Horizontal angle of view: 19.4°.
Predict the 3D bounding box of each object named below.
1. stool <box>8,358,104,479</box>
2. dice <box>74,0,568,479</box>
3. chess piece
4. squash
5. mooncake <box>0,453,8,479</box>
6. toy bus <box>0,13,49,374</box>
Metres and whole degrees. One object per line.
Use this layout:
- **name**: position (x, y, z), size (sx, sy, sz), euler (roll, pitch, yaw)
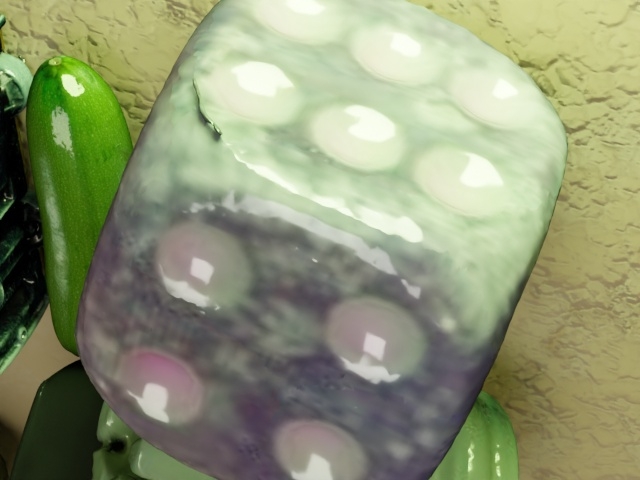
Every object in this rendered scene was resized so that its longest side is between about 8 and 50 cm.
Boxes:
- **stool**: position (-0.168, 0.212, 1.563), size (0.141, 0.232, 0.232), euler (8, 129, 10)
- **dice**: position (0.000, 0.000, 1.300), size (0.270, 0.270, 0.271), euler (23, 130, 0)
- **chess piece**: position (-0.016, 0.175, 1.438), size (0.299, 0.194, 0.194), euler (16, 134, -22)
- **squash**: position (-0.181, -0.018, 1.472), size (0.082, 0.082, 0.292), euler (10, 130, 12)
- **mooncake**: position (-0.396, 0.214, 1.639), size (0.228, 0.228, 0.124), euler (36, 130, -10)
- **toy bus**: position (-0.312, -0.034, 1.471), size (0.167, 0.138, 0.275), euler (6, 127, 16)
